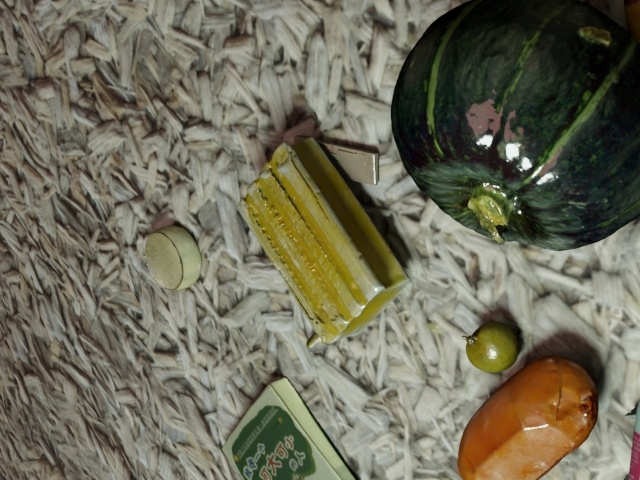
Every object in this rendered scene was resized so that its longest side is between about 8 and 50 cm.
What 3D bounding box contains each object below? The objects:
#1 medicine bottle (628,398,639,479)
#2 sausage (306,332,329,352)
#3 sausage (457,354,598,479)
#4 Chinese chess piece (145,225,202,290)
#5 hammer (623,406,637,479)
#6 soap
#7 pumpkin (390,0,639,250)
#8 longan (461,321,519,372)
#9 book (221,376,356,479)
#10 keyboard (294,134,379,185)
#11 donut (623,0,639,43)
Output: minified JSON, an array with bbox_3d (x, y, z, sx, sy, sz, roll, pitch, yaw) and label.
[{"bbox_3d":[0.419,0.213,1.211,0.090,0.090,0.216,9,94,43],"label":"medicine bottle"},{"bbox_3d":[0.047,0.115,1.617,0.032,0.033,0.269,57,136,13],"label":"sausage"},{"bbox_3d":[0.274,0.251,1.374,0.133,0.133,0.258,50,135,19],"label":"sausage"},{"bbox_3d":[-0.272,0.033,1.895,0.122,0.051,0.122,21,121,41],"label":"Chinese chess piece"},{"bbox_3d":[0.405,0.311,1.340,0.103,0.029,0.246,42,133,25],"label":"hammer"},{"bbox_3d":[0.000,0.000,1.542,0.274,0.089,0.173,57,135,18],"label":"soap"},{"bbox_3d":[0.235,-0.130,1.145,0.323,0.241,0.323,30,160,12],"label":"pumpkin"},{"bbox_3d":[0.231,0.144,1.409,0.075,0.083,0.075,-54,24,37],"label":"longan"},{"bbox_3d":[-0.021,0.455,1.815,0.371,0.043,0.260,51,135,18],"label":"book"},{"bbox_3d":[0.024,-0.125,1.559,0.166,0.017,0.055,17,122,40],"label":"keyboard"},{"bbox_3d":[0.402,-0.269,1.078,0.166,0.073,0.184,-16,93,48],"label":"donut"}]
